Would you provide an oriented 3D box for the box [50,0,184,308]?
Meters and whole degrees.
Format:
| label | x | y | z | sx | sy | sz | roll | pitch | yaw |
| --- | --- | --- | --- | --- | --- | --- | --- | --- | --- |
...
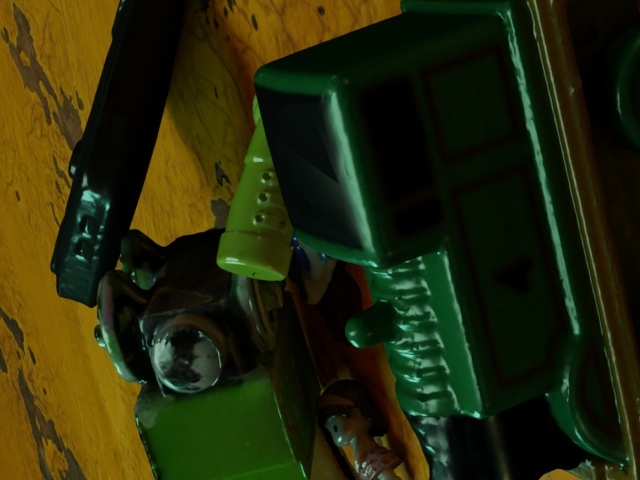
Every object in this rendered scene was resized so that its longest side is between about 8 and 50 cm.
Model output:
| label | x | y | z | sx | sy | sz | roll | pitch | yaw |
| --- | --- | --- | --- | --- | --- | --- | --- | --- | --- |
| box | -0.202 | -0.108 | 1.808 | 0.289 | 0.073 | 0.290 | 114 | 170 | -61 |

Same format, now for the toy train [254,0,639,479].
| label | x | y | z | sx | sy | sz | roll | pitch | yaw |
| --- | --- | --- | --- | --- | --- | --- | --- | --- | --- |
| toy train | 0.113 | -0.004 | 1.086 | 0.178 | 0.249 | 0.429 | 17 | 124 | 63 |

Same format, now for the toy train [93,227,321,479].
| label | x | y | z | sx | sy | sz | roll | pitch | yaw |
| --- | --- | --- | --- | --- | --- | --- | --- | --- | --- |
| toy train | -0.098 | 0.111 | 1.699 | 0.307 | 0.173 | 0.249 | -81 | -24 | -74 |

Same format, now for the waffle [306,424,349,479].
| label | x | y | z | sx | sy | sz | roll | pitch | yaw |
| --- | --- | --- | --- | --- | --- | --- | --- | --- | --- |
| waffle | -0.054 | 0.224 | 1.960 | 0.248 | 0.055 | 0.221 | 61 | 157 | 22 |

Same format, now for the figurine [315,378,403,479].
| label | x | y | z | sx | sy | sz | roll | pitch | yaw |
| --- | --- | --- | --- | --- | --- | --- | --- | --- | --- |
| figurine | 0.042 | 0.191 | 1.715 | 0.129 | 0.054 | 0.072 | 55 | 170 | 15 |

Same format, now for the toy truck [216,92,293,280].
| label | x | y | z | sx | sy | sz | roll | pitch | yaw |
| --- | --- | --- | --- | --- | --- | --- | --- | --- | --- |
| toy truck | 0.018 | -0.064 | 1.356 | 0.148 | 0.210 | 0.187 | 166 | 102 | -69 |

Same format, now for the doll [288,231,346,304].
| label | x | y | z | sx | sy | sz | roll | pitch | yaw |
| --- | --- | --- | --- | --- | --- | --- | --- | --- | --- |
| doll | 0.000 | 0.000 | 1.618 | 0.195 | 0.070 | 0.096 | 115 | 161 | -65 |
